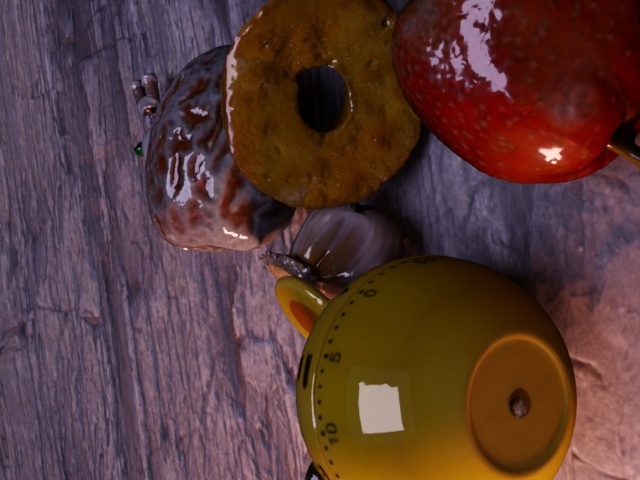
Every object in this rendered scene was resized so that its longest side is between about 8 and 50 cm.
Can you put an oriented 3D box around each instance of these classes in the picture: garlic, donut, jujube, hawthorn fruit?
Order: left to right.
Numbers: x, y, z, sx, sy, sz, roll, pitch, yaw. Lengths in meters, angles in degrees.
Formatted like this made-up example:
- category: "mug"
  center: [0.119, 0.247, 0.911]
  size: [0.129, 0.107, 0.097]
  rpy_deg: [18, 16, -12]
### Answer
- category: "jujube"
  center: [-0.133, -0.136, 1.590]
  size: [0.215, 0.246, 0.308]
  rpy_deg: [169, 104, -73]
- category: "donut"
  center: [-0.005, -0.198, 1.445]
  size: [0.110, 0.303, 0.303]
  rpy_deg: [-136, 48, -67]
- category: "garlic"
  center: [0.000, 0.000, 1.526]
  size: [0.207, 0.207, 0.257]
  rpy_deg: [-55, 51, 39]
- category: "hawthorn fruit"
  center: [0.248, -0.190, 1.164]
  size: [0.369, 0.284, 0.285]
  rpy_deg: [51, 131, 18]

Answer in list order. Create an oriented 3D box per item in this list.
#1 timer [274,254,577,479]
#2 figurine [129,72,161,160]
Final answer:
- category: "timer"
  center: [0.115, 0.192, 1.326]
  size: [0.387, 0.376, 0.376]
  rpy_deg: [-5, 93, 59]
- category: "figurine"
  center: [-0.274, -0.197, 1.879]
  size: [0.147, 0.093, 0.197]
  rpy_deg: [-27, 67, 25]
